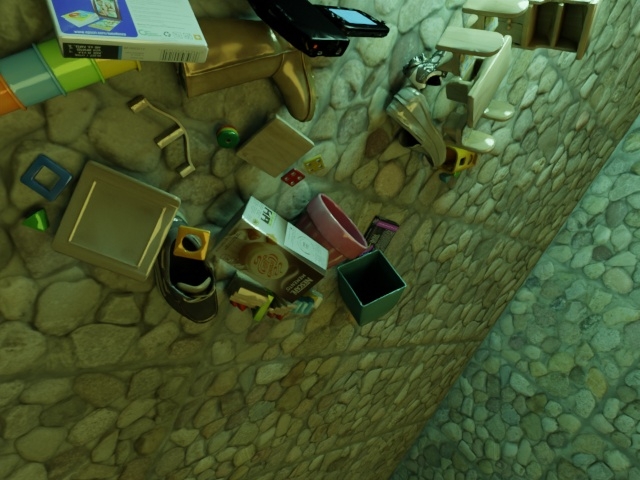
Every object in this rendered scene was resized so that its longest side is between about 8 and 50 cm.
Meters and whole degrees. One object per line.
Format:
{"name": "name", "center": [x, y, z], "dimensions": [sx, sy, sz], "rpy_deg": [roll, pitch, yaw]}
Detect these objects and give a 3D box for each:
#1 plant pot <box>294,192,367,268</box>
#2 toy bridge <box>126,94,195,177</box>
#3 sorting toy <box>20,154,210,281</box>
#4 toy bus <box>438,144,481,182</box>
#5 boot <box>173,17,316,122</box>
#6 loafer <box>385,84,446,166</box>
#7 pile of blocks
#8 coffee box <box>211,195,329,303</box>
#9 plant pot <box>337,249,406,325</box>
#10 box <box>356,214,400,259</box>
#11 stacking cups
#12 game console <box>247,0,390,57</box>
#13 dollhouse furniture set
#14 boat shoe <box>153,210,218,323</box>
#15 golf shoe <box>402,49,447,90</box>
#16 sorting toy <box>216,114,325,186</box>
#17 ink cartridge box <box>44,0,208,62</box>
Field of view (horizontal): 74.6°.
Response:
{"name": "plant pot", "center": [0.000, 0.000, 1.168], "dimensions": [0.180, 0.201, 0.201], "rpy_deg": [-41, 141, 15]}
{"name": "toy bridge", "center": [-0.305, -0.212, 0.853], "dimensions": [0.063, 0.026, 0.188], "rpy_deg": [-40, 138, -12]}
{"name": "sorting toy", "center": [-0.393, -0.034, 0.823], "dimensions": [0.348, 0.047, 0.195], "rpy_deg": [24, 99, -18]}
{"name": "toy bus", "center": [0.486, -0.290, 1.416], "dimensions": [0.202, 0.104, 0.191], "rpy_deg": [-52, 139, 4]}
{"name": "boot", "center": [-0.149, -0.333, 0.859], "dimensions": [0.270, 0.089, 0.235], "rpy_deg": [-24, 123, -26]}
{"name": "loafer", "center": [0.281, -0.312, 1.232], "dimensions": [0.111, 0.112, 0.319], "rpy_deg": [-40, 137, 8]}
{"name": "pile of blocks", "center": [-0.125, 0.193, 1.223], "dimensions": [0.362, 0.149, 0.112], "rpy_deg": [18, 107, -47]}
{"name": "coffee box", "center": [-0.118, 0.028, 1.032], "dimensions": [0.247, 0.098, 0.141], "rpy_deg": [35, 123, -19]}
{"name": "plant pot", "center": [0.165, 0.185, 1.450], "dimensions": [0.166, 0.165, 0.234], "rpy_deg": [-23, 147, -16]}
{"name": "box", "center": [0.192, 0.000, 1.440], "dimensions": [0.116, 0.029, 0.162], "rpy_deg": [14, 109, -45]}
{"name": "stacking cups", "center": [-0.452, -0.259, 0.649], "dimensions": [0.317, 0.096, 0.095], "rpy_deg": [-28, 135, -18]}
{"name": "game console", "center": [0.008, -0.451, 0.837], "dimensions": [0.361, 0.213, 0.044], "rpy_deg": [-29, 163, -47]}
{"name": "dollhouse furniture set", "center": [0.517, -0.472, 1.108], "dimensions": [0.394, 0.257, 0.362], "rpy_deg": [-56, 150, -14]}
{"name": "boat shoe", "center": [-0.319, 0.092, 0.992], "dimensions": [0.133, 0.130, 0.355], "rpy_deg": [-31, 136, -20]}
{"name": "golf shoe", "center": [0.318, -0.464, 1.138], "dimensions": [0.198, 0.093, 0.077], "rpy_deg": [-27, 179, -15]}
{"name": "sorting toy", "center": [-0.102, -0.220, 0.977], "dimensions": [0.132, 0.046, 0.275], "rpy_deg": [-34, 145, 24]}
{"name": "ink cartridge box", "center": [-0.304, -0.365, 0.642], "dimensions": [0.207, 0.208, 0.045], "rpy_deg": [-13, 162, -33]}
